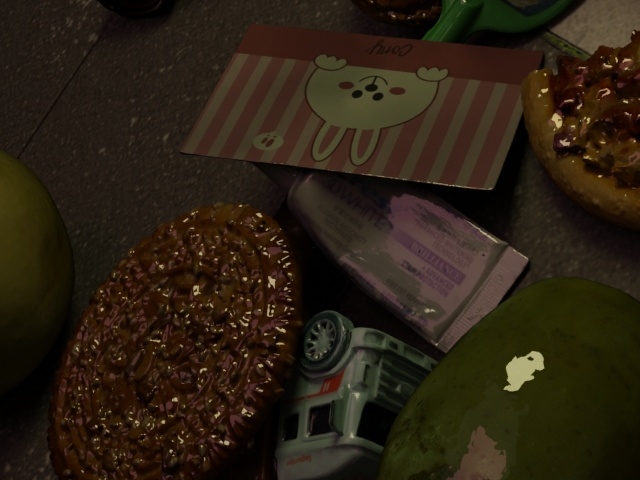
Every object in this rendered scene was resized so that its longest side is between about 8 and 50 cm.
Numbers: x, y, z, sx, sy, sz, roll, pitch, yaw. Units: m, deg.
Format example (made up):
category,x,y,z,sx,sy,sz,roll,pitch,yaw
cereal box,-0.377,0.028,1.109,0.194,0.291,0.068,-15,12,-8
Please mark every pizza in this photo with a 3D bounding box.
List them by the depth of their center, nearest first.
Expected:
category,x,y,z,sx,sy,sz,roll,pitch,yaw
pizza,0.286,-0.121,1.488,0.229,0.081,0.289,-49,37,4

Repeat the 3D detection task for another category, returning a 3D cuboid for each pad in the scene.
category,x,y,z,sx,sy,sz,roll,pitch,yaw
pad,0.040,-0.129,1.647,0.299,0.005,0.202,8,46,18

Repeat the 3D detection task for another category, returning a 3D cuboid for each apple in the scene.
category,x,y,z,sx,sy,sz,roll,pitch,yaw
apple,-0.387,0.044,1.909,0.295,0.233,0.258,-40,23,43

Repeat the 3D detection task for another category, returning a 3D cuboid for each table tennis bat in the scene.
category,x,y,z,sx,sy,sz,roll,pitch,yaw
table tennis bat,0.156,-0.245,1.696,0.160,0.039,0.257,38,111,11

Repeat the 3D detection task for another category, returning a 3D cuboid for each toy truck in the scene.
category,x,y,z,sx,sy,sz,roll,pitch,yaw
toy truck,-0.041,0.176,1.543,0.305,0.136,0.162,-17,57,39

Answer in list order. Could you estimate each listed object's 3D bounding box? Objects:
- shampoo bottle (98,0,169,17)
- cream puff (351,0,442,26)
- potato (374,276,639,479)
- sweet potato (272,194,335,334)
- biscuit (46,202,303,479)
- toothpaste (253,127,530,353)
category,x,y,z,sx,sy,sz,roll,pitch,yaw
shampoo bottle,-0.175,-0.430,2.185,0.129,0.084,0.323,-12,51,53
cream puff,0.079,-0.319,1.790,0.183,0.183,0.169,-45,19,9
potato,0.152,0.170,1.300,0.216,0.216,0.304,9,71,48
sweet potato,0.001,0.003,1.687,0.112,0.085,0.286,25,67,20
biscuit,-0.134,0.100,1.549,0.305,0.038,0.305,-26,47,31
toothpaste,0.047,-0.013,1.599,0.282,0.068,0.099,37,117,26
